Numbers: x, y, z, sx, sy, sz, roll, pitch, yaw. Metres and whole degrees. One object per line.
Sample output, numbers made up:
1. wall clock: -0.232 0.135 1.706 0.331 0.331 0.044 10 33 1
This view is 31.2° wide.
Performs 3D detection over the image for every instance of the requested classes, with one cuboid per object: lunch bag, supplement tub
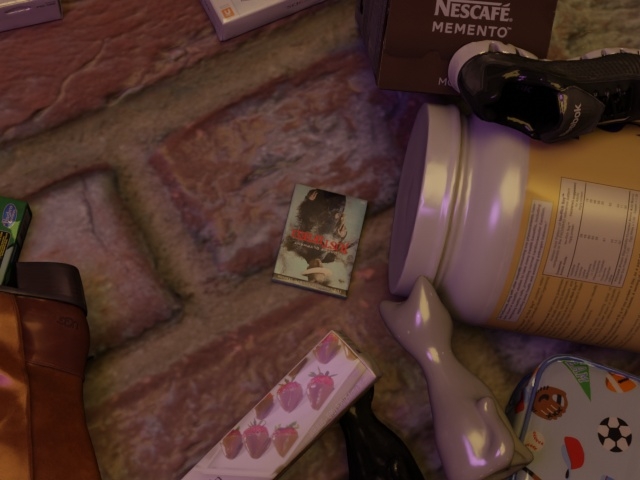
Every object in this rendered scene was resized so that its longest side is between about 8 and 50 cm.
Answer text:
1. lunch bag: 0.285 0.282 1.158 0.243 0.115 0.303 20 68 -1
2. supplement tub: 0.252 -0.016 1.195 0.331 0.241 0.241 10 69 -3

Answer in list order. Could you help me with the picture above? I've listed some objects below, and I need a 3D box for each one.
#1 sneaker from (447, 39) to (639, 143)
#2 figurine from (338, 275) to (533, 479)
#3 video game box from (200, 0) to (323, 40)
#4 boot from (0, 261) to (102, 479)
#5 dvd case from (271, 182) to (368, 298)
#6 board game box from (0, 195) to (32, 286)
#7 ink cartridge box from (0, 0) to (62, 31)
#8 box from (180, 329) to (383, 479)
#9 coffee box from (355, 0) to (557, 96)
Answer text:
1. sneaker: 0.240 -0.132 1.080 0.234 0.078 0.106 4 37 -5
2. figurine: 0.085 0.165 1.137 0.092 0.215 0.209 -4 60 -45
3. video game box: -0.070 -0.360 1.392 0.205 0.048 0.187 -25 77 -15
4. boot: -0.342 0.163 1.085 0.264 0.096 0.280 2 62 -25
5. dvd case: 0.000 0.000 1.282 0.087 0.013 0.119 15 69 -1
6. board game box: -0.447 0.086 1.181 0.214 0.046 0.317 13 69 -3
7. ink cartridge box: -0.364 -0.316 1.335 0.099 0.056 0.135 -14 71 -11
8. box: -0.075 0.218 1.101 0.324 0.067 0.063 -45 78 3
9. coffee box: 0.136 -0.252 1.244 0.168 0.297 0.118 5 114 -6
